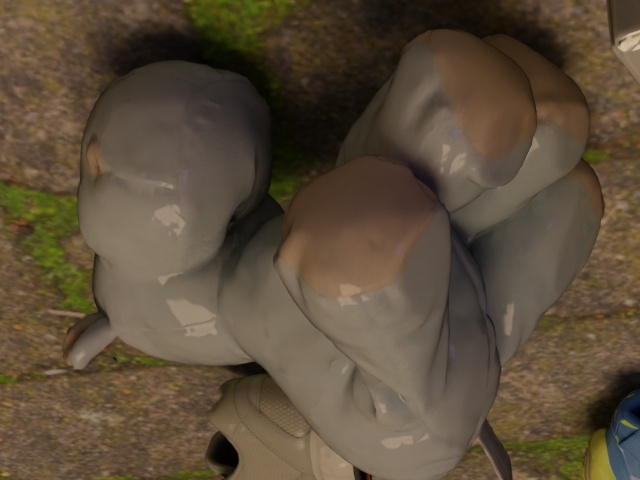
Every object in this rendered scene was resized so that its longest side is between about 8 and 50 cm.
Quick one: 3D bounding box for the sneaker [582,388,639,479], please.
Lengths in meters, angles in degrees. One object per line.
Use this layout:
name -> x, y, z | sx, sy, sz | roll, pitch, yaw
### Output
sneaker -> 0.306, 0.146, 1.049 | 0.240, 0.091, 0.126 | -1, 140, 1

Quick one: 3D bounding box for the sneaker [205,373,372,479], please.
sneaker -> -0.020, 0.176, 1.118 | 0.121, 0.099, 0.262 | 5, 137, 9

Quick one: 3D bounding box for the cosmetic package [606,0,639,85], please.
cosmetic package -> 0.313, -0.140, 0.597 | 0.365, 0.155, 0.197 | -20, 138, 28

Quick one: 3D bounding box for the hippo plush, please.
hippo plush -> 0.000, 0.000, 0.815 | 0.236, 0.234, 0.294 | 19, 137, 30
